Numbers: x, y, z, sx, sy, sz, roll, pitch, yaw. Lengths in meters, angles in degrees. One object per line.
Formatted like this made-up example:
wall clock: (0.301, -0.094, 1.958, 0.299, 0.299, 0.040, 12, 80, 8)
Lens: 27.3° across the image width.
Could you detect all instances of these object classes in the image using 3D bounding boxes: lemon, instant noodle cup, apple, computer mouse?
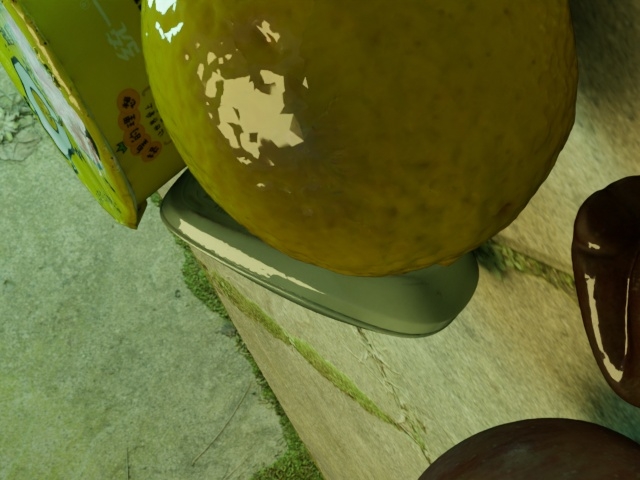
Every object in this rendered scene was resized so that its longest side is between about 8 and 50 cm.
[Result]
lemon: (0.023, -0.113, 0.757, 0.267, 0.267, 0.267, 53, 167, 18)
instant noodle cup: (-0.150, -0.211, 1.137, 0.325, 0.254, 0.325, 52, 166, 18)
apple: (0.208, 0.283, 1.060, 0.306, 0.235, 0.306, 53, 164, 22)
computer mouse: (0.000, 0.005, 1.182, 0.288, 0.159, 0.097, 18, 130, 16)

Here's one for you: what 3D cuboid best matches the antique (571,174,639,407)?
antique: (0.244, 0.083, 0.715, 0.143, 0.121, 0.257, 5, 120, 63)
